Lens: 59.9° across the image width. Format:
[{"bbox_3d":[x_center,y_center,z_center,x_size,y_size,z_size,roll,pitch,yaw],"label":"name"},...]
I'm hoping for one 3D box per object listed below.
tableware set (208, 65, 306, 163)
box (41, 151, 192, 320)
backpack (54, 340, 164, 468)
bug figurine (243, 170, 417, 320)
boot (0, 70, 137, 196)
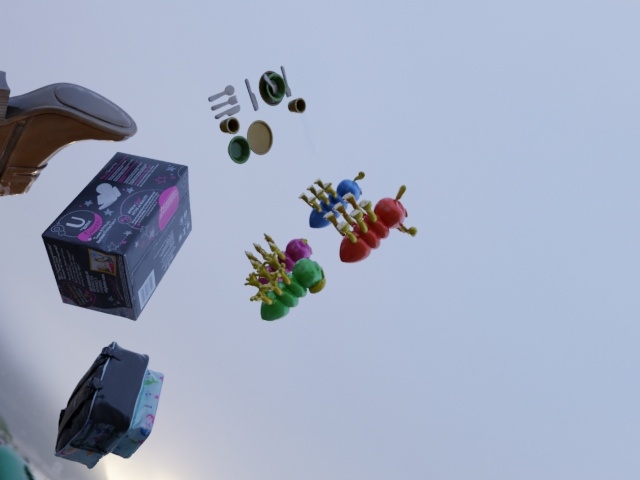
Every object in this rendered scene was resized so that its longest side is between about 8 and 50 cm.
[{"bbox_3d":[-0.078,-0.171,0.758,0.024,0.154,0.104,6,-58,42],"label":"tableware set"},{"bbox_3d":[-0.336,-0.014,0.959,0.142,0.247,0.163,13,-48,5],"label":"box"},{"bbox_3d":[-0.484,0.387,1.263,0.191,0.225,0.253,35,-65,-25],"label":"backpack"},{"bbox_3d":[0.000,0.000,0.685,0.072,0.216,0.279,48,1,-16],"label":"bug figurine"},{"bbox_3d":[-0.482,-0.158,0.959,0.220,0.283,0.109,-58,-134,31],"label":"boot"}]
